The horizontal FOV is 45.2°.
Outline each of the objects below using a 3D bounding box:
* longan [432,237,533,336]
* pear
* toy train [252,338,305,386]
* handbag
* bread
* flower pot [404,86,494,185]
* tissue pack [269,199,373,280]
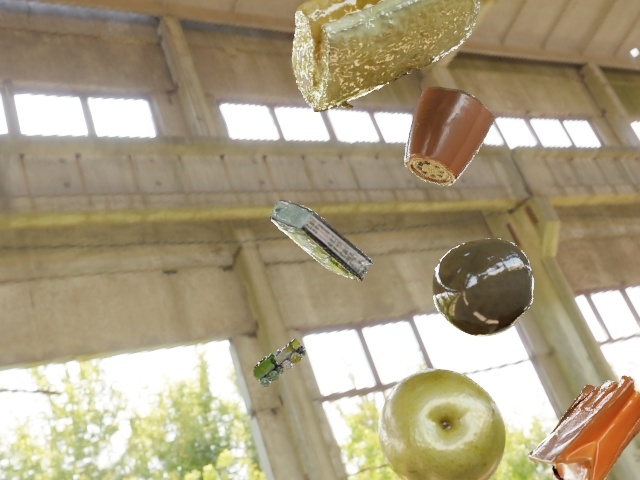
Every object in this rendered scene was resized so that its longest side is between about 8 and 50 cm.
[{"bbox_3d":[0.409,0.119,1.927,0.258,0.258,0.258,-17,-25,-8],"label":"longan"},{"bbox_3d":[0.320,0.509,2.044,0.348,0.348,0.348,-17,-25,-8],"label":"pear"},{"bbox_3d":[-0.133,0.388,2.456,0.202,0.081,0.060,-41,-1,22],"label":"toy train"},{"bbox_3d":[0.692,0.493,1.973,0.303,0.116,0.410,-46,-13,-6],"label":"handbag"},{"bbox_3d":[0.127,-0.406,1.500,0.375,0.165,0.237,-29,-26,-20],"label":"bread"},{"bbox_3d":[0.284,-0.229,1.766,0.190,0.173,0.191,21,-16,6],"label":"flower pot"},{"bbox_3d":[0.000,0.000,1.900,0.235,0.173,0.073,40,-101,-31],"label":"tissue pack"}]
